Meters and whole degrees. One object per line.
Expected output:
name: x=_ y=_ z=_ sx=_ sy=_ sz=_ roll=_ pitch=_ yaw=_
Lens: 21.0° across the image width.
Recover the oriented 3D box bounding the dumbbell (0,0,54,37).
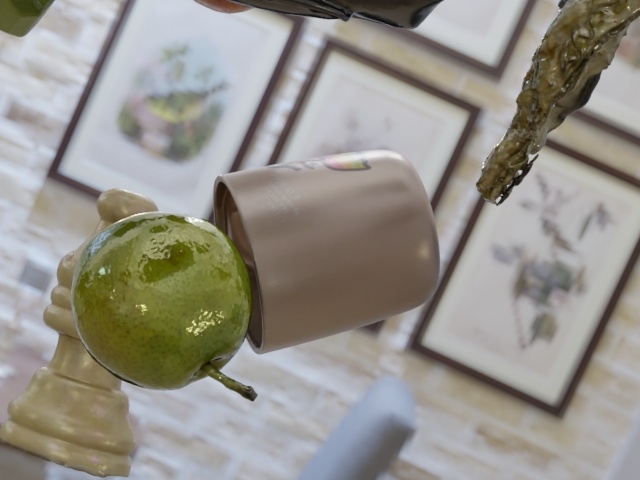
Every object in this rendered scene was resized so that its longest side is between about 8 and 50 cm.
dumbbell: x=-0.290 y=-0.360 z=1.917 sx=0.108 sy=0.302 sz=0.121 roll=38 pitch=-35 yaw=-12

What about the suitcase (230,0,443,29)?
suitcase: x=-0.029 y=-0.341 z=1.362 sx=0.345 sy=0.339 sz=0.188 roll=11 pitch=-28 yaw=-31

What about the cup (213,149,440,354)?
cup: x=0.000 y=0.000 z=1.841 sx=0.200 sy=0.191 sz=0.253 roll=-13 pitch=11 yaw=-13

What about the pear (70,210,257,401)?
pear: x=-0.141 y=0.077 z=1.663 sx=0.180 sy=0.166 sz=0.216 roll=-23 pitch=76 yaw=-39

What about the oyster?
oyster: x=0.240 y=-0.172 z=1.566 sx=0.078 sy=0.345 sz=0.129 roll=40 pitch=26 yaw=14

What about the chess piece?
chess piece: x=-0.240 y=0.096 z=1.909 sx=0.139 sy=0.307 sz=0.124 roll=16 pitch=-1 yaw=27

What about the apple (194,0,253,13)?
apple: x=-0.099 y=-0.318 z=1.855 sx=0.146 sy=0.146 sz=0.146 roll=24 pitch=6 yaw=-3
